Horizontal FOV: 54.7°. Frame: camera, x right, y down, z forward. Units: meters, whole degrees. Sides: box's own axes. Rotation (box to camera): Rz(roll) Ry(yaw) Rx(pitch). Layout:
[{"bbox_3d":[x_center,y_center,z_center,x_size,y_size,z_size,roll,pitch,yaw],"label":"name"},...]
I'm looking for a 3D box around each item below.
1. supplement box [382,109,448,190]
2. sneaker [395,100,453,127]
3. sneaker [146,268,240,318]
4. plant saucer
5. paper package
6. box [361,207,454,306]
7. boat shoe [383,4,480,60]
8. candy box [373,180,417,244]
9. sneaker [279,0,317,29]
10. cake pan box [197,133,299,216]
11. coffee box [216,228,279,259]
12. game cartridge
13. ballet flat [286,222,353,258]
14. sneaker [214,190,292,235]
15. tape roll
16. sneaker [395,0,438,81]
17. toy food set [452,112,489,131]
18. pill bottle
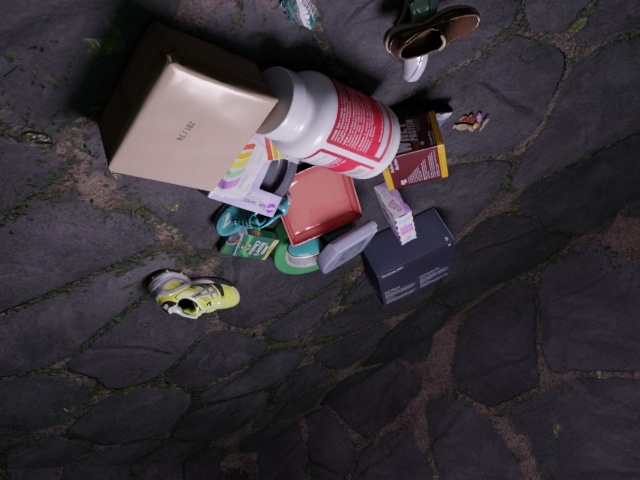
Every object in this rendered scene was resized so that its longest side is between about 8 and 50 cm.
[{"bbox_3d":[0.276,-0.272,1.897,0.194,0.129,0.191,-14,153,10],"label":"supplement box"},{"bbox_3d":[0.319,-0.380,1.929,0.211,0.080,0.081,-7,141,-28],"label":"sneaker"},{"bbox_3d":[-0.434,0.213,2.174,0.145,0.147,0.385,-45,146,25],"label":"sneaker"},{"bbox_3d":[-0.015,-0.135,2.003,0.259,0.047,0.258,-23,127,-5],"label":"plant saucer"},{"bbox_3d":[-0.318,-0.300,1.458,0.310,0.168,0.325,10,132,-43],"label":"paper package"},{"bbox_3d":[0.361,0.074,2.554,0.343,0.178,0.312,-25,150,-4],"label":"box"},{"bbox_3d":[0.292,-0.508,1.546,0.258,0.095,0.095,-22,139,-6],"label":"boat shoe"},{"bbox_3d":[0.272,-0.101,2.231,0.070,0.164,0.196,-28,150,0],"label":"candy box"},{"bbox_3d":[-0.061,-0.543,1.391,0.076,0.064,0.166,12,156,16],"label":"sneaker"},{"bbox_3d":[-0.183,-0.206,1.717,0.267,0.070,0.245,19,102,-49],"label":"cake pan box"},{"bbox_3d":[-0.244,0.008,2.092,0.184,0.040,0.113,12,133,-36],"label":"coffee box"},{"bbox_3d":[0.082,0.030,2.139,0.198,0.062,0.297,-27,169,-15],"label":"game cartridge"},{"bbox_3d":[0.000,0.000,2.116,0.249,0.086,0.086,-23,149,-9],"label":"ballet flat"},{"bbox_3d":[-0.213,-0.080,1.897,0.275,0.110,0.107,-23,126,21],"label":"sneaker"},{"bbox_3d":[-0.028,-0.004,2.232,0.321,0.077,0.321,-19,149,-12],"label":"tape roll"},{"bbox_3d":[0.235,-0.537,1.633,0.091,0.094,0.258,-9,137,-13],"label":"sneaker"},{"bbox_3d":[0.511,-0.407,2.103,0.122,0.019,0.078,4,138,-30],"label":"toy food set"},{"bbox_3d":[0.010,-0.312,1.645,0.408,0.229,0.229,11,132,-47],"label":"pill bottle"}]
